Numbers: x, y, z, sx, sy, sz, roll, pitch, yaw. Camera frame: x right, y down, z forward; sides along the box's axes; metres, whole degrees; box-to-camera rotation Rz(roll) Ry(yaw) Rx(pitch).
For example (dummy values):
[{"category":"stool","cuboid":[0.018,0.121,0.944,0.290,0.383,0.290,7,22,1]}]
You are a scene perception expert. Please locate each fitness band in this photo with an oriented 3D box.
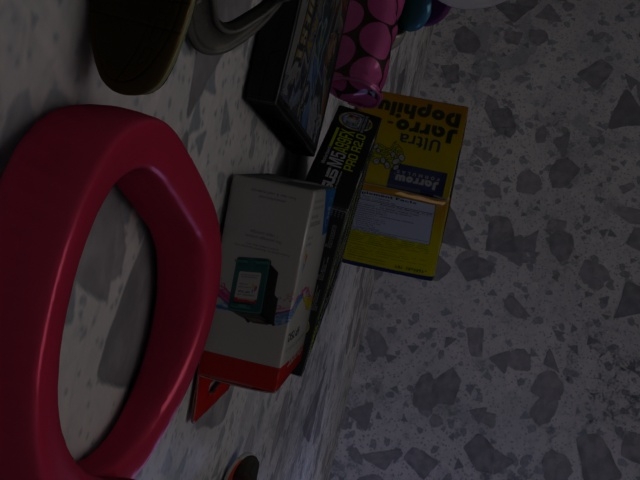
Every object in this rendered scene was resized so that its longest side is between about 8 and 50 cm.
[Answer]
[{"category":"fitness band","cuboid":[-0.115,0.049,0.460,0.291,0.054,0.208,81,19,-71]}]

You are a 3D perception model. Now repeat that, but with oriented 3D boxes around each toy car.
[{"category":"toy car","cuboid":[0.134,-0.375,1.253,0.182,0.136,0.159,-66,166,-56]}]

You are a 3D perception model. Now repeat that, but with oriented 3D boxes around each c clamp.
[{"category":"c clamp","cuboid":[-0.039,-0.197,0.528,0.137,0.022,0.160,-38,153,-32]}]

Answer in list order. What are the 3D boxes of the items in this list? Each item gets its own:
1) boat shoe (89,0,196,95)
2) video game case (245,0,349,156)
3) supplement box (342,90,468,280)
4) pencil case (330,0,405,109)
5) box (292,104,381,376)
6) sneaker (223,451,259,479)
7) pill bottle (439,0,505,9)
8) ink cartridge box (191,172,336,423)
[{"category":"boat shoe","cuboid":[-0.076,-0.145,0.412,0.049,0.056,0.152,-2,103,-76]},{"category":"video game case","cuboid":[-0.007,-0.240,0.831,0.248,0.035,0.274,33,69,-82]},{"category":"supplement box","cuboid":[0.150,-0.093,1.553,0.356,0.194,0.195,85,19,-65]},{"category":"pencil case","cuboid":[0.066,-0.275,1.097,0.098,0.095,0.209,93,13,-70]},{"category":"box","cuboid":[0.000,0.000,1.024,0.216,0.060,0.270,-68,174,-51]},{"category":"sneaker","cuboid":[-0.088,0.311,0.945,0.158,0.065,0.061,-66,165,-57]},{"category":"pill bottle","cuboid":[0.202,-0.503,1.175,0.176,0.177,0.318,86,-5,-63]},{"category":"ink cartridge box","cuboid":[-0.052,0.056,0.783,0.134,0.078,0.230,-29,131,-79]}]
